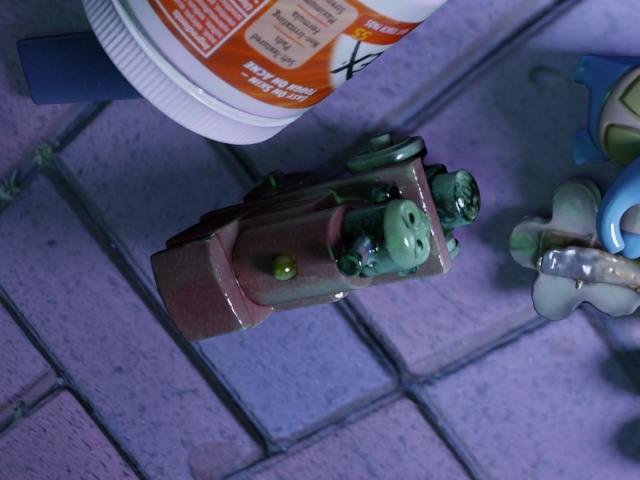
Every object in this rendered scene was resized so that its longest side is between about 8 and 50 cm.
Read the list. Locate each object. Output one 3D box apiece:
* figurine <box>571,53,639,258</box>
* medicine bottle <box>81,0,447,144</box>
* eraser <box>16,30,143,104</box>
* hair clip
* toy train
[{"bbox_3d":[0.315,-0.049,0.712,0.262,0.154,0.180,28,91,27],"label":"figurine"},{"bbox_3d":[-0.041,-0.248,0.752,0.241,0.252,0.252,-32,95,35],"label":"medicine bottle"},{"bbox_3d":[-0.274,-0.206,1.028,0.225,0.036,0.082,1,112,28],"label":"eraser"},{"bbox_3d":[0.302,0.025,0.809,0.257,0.075,0.146,11,101,16],"label":"hair clip"},{"bbox_3d":[0.000,0.000,0.863,0.304,0.221,0.150,-14,103,31],"label":"toy train"}]
